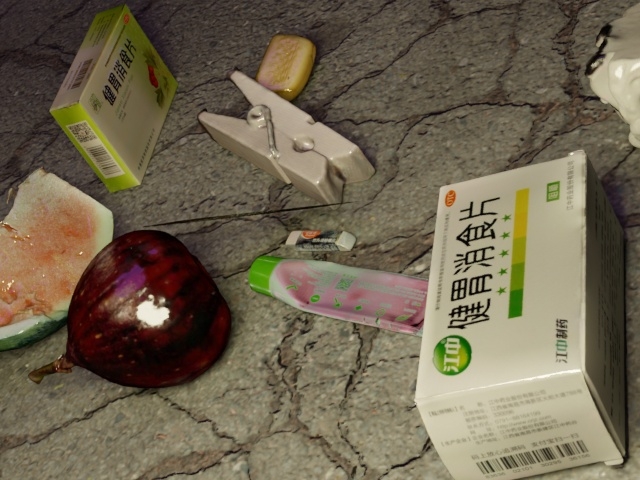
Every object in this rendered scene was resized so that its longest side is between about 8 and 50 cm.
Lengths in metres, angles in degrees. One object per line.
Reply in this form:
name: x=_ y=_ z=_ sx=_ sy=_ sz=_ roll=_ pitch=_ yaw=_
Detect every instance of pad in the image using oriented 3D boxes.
pad: x=-0.047 y=-0.011 z=1.568 sx=0.250 sy=0.055 sz=0.323 roll=-7 pitch=19 yaw=-29

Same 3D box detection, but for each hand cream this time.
hand cream: x=0.033 y=0.061 z=1.571 sx=0.275 sy=0.050 sz=0.079 roll=10 pitch=78 yaw=36

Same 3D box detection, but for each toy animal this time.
toy animal: x=0.418 y=-0.190 z=1.491 sx=0.204 sy=0.156 sz=0.208 roll=-15 pitch=23 yaw=26

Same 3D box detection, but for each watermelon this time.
watermelon: x=-0.429 y=0.057 z=1.781 sx=0.224 sy=0.180 sz=0.305 roll=-2 pitch=42 yaw=49

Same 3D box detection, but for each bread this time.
bread: x=-0.052 y=-0.260 z=1.986 sx=0.082 sy=0.056 sz=0.115 roll=8 pitch=65 yaw=16

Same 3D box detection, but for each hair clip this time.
hair clip: x=-0.057 y=-0.145 z=1.831 sx=0.101 sy=0.085 sz=0.331 roll=-42 pitch=39 yaw=-11

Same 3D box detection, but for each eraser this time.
eraser: x=0.000 y=0.000 z=1.678 sx=0.099 sy=0.019 sz=0.027 roll=0 pitch=46 yaw=37

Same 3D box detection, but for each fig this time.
fig: x=-0.242 y=0.104 z=1.581 sx=0.249 sy=0.186 sz=0.203 roll=-29 pitch=52 yaw=-15

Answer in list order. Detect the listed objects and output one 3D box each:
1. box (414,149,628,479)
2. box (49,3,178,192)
box: x=0.213 y=0.079 z=1.331 sx=0.173 sy=0.145 sz=0.332 roll=-15 pitch=40 yaw=25
box: x=-0.319 y=-0.226 z=2.036 sx=0.062 sy=0.175 sz=0.260 roll=-13 pitch=39 yaw=25
